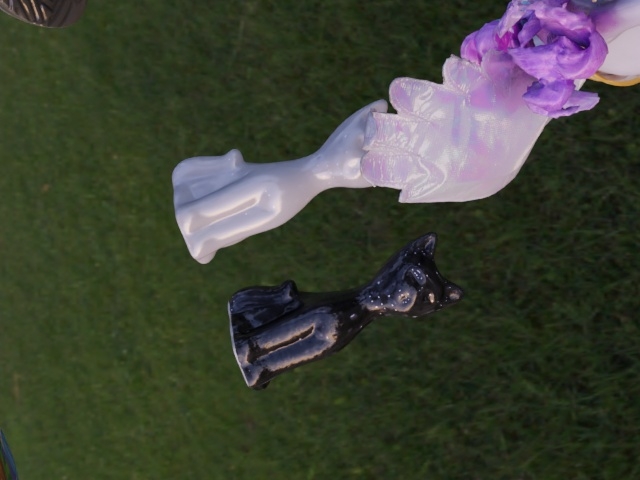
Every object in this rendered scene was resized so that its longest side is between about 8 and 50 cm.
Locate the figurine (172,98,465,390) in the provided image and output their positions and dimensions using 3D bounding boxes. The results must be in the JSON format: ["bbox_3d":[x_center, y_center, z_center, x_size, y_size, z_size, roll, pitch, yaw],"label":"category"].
[{"bbox_3d":[0.000,0.000,0.934,0.092,0.209,0.215,-103,-8,-72],"label":"figurine"}]

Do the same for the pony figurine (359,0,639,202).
[{"bbox_3d":[0.201,-0.173,0.823,0.363,0.351,0.303,-7,79,44],"label":"pony figurine"}]

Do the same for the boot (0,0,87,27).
[{"bbox_3d":[-0.290,-0.200,0.727,0.208,0.189,0.076,6,79,37],"label":"boot"}]

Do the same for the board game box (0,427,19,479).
[{"bbox_3d":[-0.244,0.118,0.621,0.233,0.078,0.347,-123,20,-45],"label":"board game box"}]
